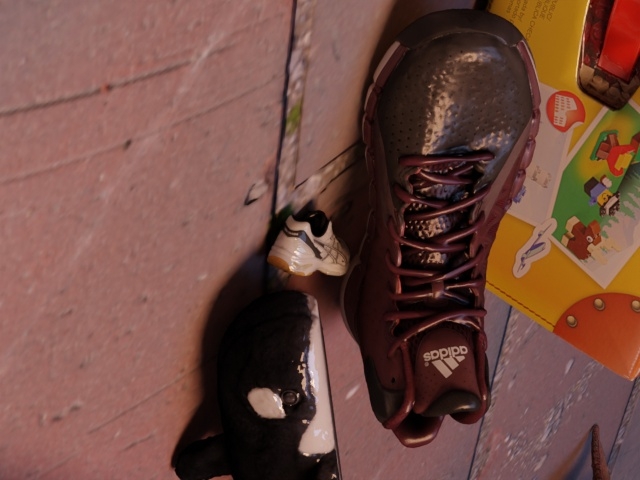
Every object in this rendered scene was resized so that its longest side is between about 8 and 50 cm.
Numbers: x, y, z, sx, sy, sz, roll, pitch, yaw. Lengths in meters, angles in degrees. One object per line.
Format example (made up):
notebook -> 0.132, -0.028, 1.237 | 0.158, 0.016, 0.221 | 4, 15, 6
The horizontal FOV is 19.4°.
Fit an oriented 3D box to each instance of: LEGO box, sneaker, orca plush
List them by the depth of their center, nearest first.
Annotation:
sneaker -> 0.079, 0.014, 1.101 | 0.106, 0.162, 0.281 | 0, 135, -8
sneaker -> 0.000, 0.000, 1.121 | 0.083, 0.032, 0.037 | -7, 119, -66
orca plush -> -0.041, 0.122, 1.180 | 0.287, 0.102, 0.151 | 81, 2, -71
LEGO box -> 0.295, -0.214, 1.202 | 0.372, 0.193, 0.500 | -29, 145, -47

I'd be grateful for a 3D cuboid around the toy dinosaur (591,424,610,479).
toy dinosaur -> 0.245, 0.347, 1.940 | 0.200, 0.127, 0.296 | -5, 120, -52
